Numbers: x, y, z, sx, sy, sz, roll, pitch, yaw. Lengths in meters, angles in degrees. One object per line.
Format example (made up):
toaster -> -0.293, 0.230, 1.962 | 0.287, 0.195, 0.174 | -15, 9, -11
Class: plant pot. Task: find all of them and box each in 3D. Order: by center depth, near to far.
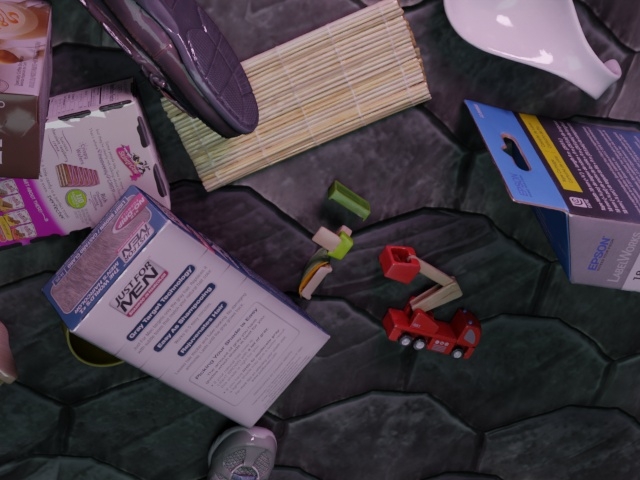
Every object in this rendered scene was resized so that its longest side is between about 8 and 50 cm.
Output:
plant pot -> -0.284, 0.082, 1.387 | 0.134, 0.095, 0.134 | -20, 129, -27

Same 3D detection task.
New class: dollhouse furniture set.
dollhouse furniture set -> 0.000, 0.000, 1.413 | 0.059, 0.076, 0.151 | 32, 112, -13

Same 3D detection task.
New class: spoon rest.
spoon rest -> 0.265, -0.255, 1.276 | 0.276, 0.084, 0.137 | 31, 113, -28

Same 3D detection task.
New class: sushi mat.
sushi mat -> -0.026, -0.176, 1.317 | 0.317, 0.019, 0.151 | -23, 124, 6

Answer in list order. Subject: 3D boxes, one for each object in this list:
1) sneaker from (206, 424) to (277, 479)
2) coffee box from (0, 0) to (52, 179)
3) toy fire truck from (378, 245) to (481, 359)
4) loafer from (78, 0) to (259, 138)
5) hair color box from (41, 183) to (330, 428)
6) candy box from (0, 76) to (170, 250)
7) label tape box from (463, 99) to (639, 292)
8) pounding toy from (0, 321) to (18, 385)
sneaker -> -0.130, 0.401, 1.631 | 0.105, 0.115, 0.281 | 10, 121, -17
coffee box -> -0.359, -0.169, 1.122 | 0.141, 0.246, 0.098 | 3, 123, -11
toy fire truck -> 0.156, 0.090, 1.512 | 0.192, 0.047, 0.135 | 16, 119, -20
loafer -> -0.186, -0.233, 1.212 | 0.095, 0.109, 0.302 | -22, 120, 27
hair color box -> -0.158, 0.093, 1.348 | 0.174, 0.105, 0.347 | -49, 136, 1
candy box -> -0.314, -0.090, 1.291 | 0.234, 0.071, 0.159 | -13, 125, -1
label tape box -> 0.343, -0.050, 1.335 | 0.334, 0.240, 0.105 | 8, 124, -14
pounding toy -> -0.491, 0.101, 1.338 | 0.155, 0.154, 0.269 | -42, 121, 18
